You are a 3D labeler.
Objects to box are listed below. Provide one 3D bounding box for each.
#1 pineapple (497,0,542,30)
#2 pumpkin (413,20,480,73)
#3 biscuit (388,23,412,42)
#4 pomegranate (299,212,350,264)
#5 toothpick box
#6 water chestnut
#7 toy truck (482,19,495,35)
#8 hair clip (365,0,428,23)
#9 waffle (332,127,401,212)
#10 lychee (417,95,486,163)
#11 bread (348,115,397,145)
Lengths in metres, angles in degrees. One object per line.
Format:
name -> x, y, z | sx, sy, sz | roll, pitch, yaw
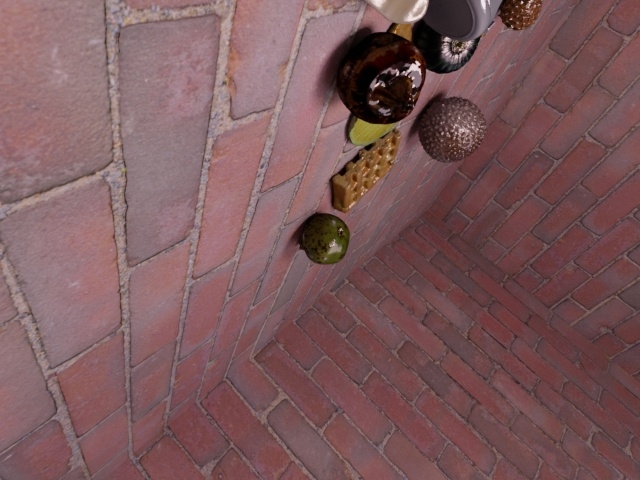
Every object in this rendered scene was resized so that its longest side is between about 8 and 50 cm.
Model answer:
pineapple -> 0.733, -0.902, 1.504 | 0.165, 0.165, 0.364 | -47, 164, -1
pumpkin -> 0.376, -0.592, 1.265 | 0.201, 0.140, 0.202 | -11, 131, -13
biscuit -> 0.229, -0.549, 1.245 | 0.118, 0.029, 0.247 | -50, 165, 7
pomegranate -> 0.000, 0.000, 1.743 | 0.247, 0.214, 0.214 | -15, -166, 47
toothpick box -> 0.379, -0.680, 0.975 | 0.355, 0.263, 0.263 | -49, 165, 2
water chestnut -> 0.158, -0.392, 1.067 | 0.223, 0.238, 0.224 | -12, 136, -12
toy truck -> 0.574, -0.763, 1.545 | 0.052, 0.063, 0.123 | -46, -168, -4
hair clip -> 0.142, -0.540, 0.864 | 0.172, 0.113, 0.282 | -52, 164, 15
waffle -> 0.184, -0.276, 1.728 | 0.348, 0.077, 0.304 | -45, 166, -9
lychee -> 0.562, -0.480, 1.874 | 0.300, 0.300, 0.300 | -43, 165, -15
bread -> 0.202, -0.427, 1.404 | 0.301, 0.045, 0.301 | -36, 164, -12
